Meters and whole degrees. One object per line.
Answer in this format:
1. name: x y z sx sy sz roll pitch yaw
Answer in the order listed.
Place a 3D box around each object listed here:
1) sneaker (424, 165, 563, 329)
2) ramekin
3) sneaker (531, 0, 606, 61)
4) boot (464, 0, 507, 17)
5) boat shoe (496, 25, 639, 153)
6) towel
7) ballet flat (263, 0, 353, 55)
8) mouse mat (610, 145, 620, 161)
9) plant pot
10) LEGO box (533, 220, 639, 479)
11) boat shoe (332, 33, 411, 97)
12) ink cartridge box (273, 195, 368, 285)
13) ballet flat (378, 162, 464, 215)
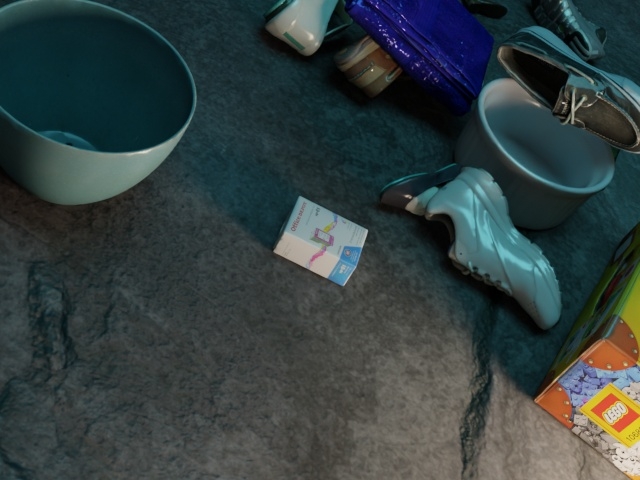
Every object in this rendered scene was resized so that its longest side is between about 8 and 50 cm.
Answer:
1. sneaker: 0.281 0.027 1.582 0.129 0.111 0.297 -33 80 -12
2. ramekin: 0.377 -0.151 1.754 0.277 0.135 0.277 15 46 -16
3. sneaker: 0.577 -0.499 2.220 0.132 0.086 0.229 -7 66 -39
4. boot: 0.357 -0.550 2.170 0.106 0.037 0.114 8 44 -26
5. boat shoe: 0.448 -0.252 1.719 0.119 0.121 0.335 -31 59 -35
6. towel: 0.195 -0.396 1.760 0.308 0.076 0.228 40 53 -24
7. ballet flat: 0.024 -0.477 1.873 0.139 0.139 0.400 33 48 1
8. mouse mat: 0.529 -0.189 1.965 0.152 0.007 0.190 34 43 2
9. plant pot: -0.336 -0.162 1.326 0.290 0.195 0.290 15 47 -16
10. LEGO box: 0.617 0.178 1.553 0.372 0.193 0.500 38 44 6
11. boat shoe: 0.148 -0.357 1.836 0.324 0.123 0.116 -38 98 -41
12. ink cartridge box: 0.000 0.000 1.472 0.122 0.052 0.089 25 44 -5
13. ballet flat: 0.188 -0.082 1.638 0.203 0.074 0.074 -18 62 -41
